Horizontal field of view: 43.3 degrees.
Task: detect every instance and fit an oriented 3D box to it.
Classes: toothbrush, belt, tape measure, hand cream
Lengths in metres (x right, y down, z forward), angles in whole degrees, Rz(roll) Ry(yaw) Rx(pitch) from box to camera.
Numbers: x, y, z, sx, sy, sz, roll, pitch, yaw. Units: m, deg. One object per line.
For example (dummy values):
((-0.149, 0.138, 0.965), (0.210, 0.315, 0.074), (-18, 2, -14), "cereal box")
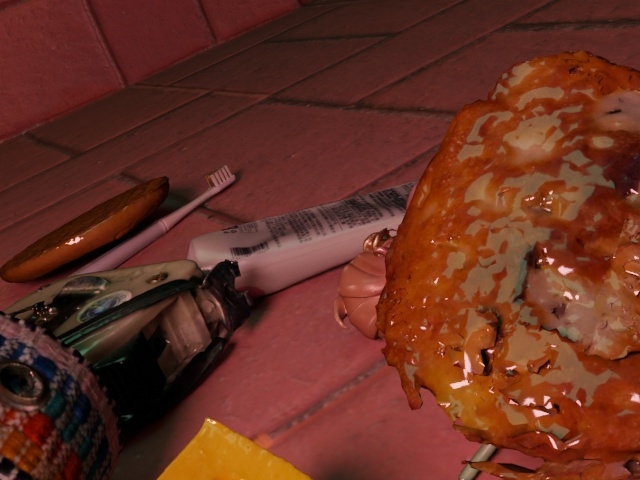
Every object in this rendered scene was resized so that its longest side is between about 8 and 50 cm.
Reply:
((-0.232, -0.010, 1.076), (0.025, 0.030, 0.342), (-4, 30, 46), "toothbrush")
((-0.268, 0.151, 0.518), (0.257, 0.207, 0.150), (-9, 22, 10), "belt")
((-0.205, 0.098, 0.702), (0.235, 0.115, 0.207), (-8, 23, 28), "tape measure")
((0.000, 0.000, 0.826), (0.340, 0.078, 0.124), (-17, 21, -9), "hand cream")

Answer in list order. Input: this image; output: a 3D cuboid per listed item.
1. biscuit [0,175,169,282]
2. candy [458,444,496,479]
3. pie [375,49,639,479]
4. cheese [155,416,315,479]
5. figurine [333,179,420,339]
((-0.320, -0.013, 1.115), (0.262, 0.037, 0.262), (-26, 14, 7), "biscuit")
((0.151, 0.083, 0.520), (0.201, 0.060, 0.060), (-42, 29, -25), "candy")
((0.175, 0.015, 0.481), (0.308, 0.085, 0.308), (-8, 52, 10), "pie")
((-0.006, 0.185, 0.395), (0.171, 0.126, 0.093), (15, 39, 23), "cheese")
((0.078, 0.020, 0.629), (0.157, 0.126, 0.114), (-16, -20, 9), "figurine")
